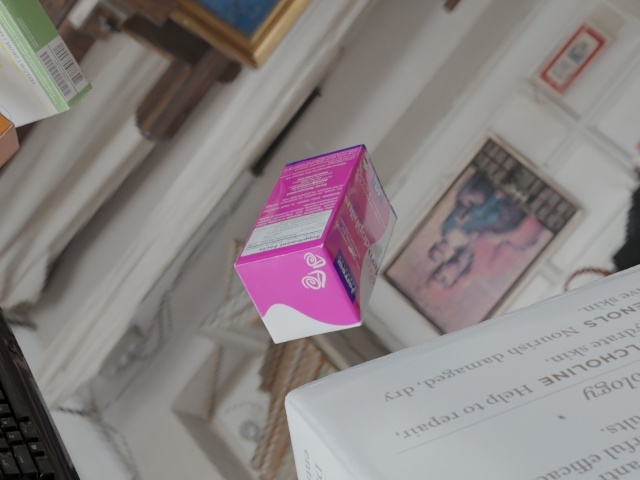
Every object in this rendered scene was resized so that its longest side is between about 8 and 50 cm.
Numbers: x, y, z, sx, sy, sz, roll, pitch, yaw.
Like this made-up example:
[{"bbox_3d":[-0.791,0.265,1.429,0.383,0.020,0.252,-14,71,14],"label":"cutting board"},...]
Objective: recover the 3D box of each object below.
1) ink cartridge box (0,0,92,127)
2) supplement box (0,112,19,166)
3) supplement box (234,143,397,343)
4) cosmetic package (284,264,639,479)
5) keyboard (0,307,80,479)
[{"bbox_3d":[-0.382,-0.202,1.269,0.171,0.235,0.056,60,-139,-23],"label":"ink cartridge box"},{"bbox_3d":[-0.419,-0.158,1.173,0.233,0.080,0.078,40,162,2],"label":"supplement box"},{"bbox_3d":[0.000,0.000,1.297,0.111,0.114,0.220,64,-152,-27],"label":"supplement box"},{"bbox_3d":[0.218,0.254,0.657,0.394,0.327,0.329,-139,36,-59],"label":"cosmetic package"},{"bbox_3d":[-0.295,0.068,0.783,0.202,0.033,0.317,5,-146,-41],"label":"keyboard"}]
